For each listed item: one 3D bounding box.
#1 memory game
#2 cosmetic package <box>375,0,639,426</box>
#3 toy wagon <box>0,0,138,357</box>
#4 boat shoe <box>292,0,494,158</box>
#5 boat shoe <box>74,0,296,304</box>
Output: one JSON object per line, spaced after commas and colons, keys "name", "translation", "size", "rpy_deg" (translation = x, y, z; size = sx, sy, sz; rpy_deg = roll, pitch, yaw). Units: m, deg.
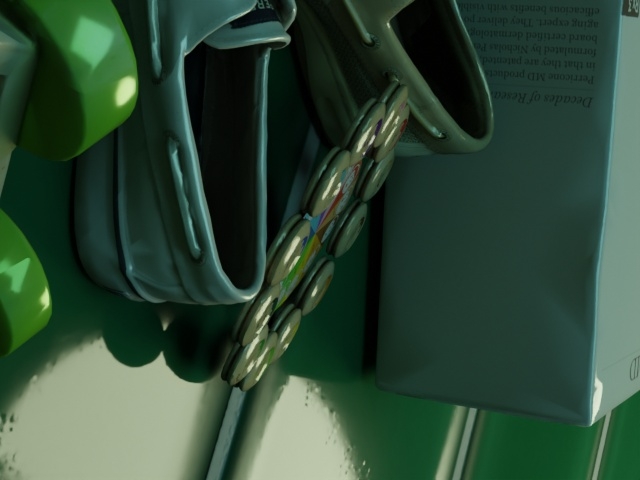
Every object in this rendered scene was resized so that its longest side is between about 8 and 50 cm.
{"name": "memory game", "translation": [0.000, 0.000, 0.767], "size": [0.186, 0.012, 0.186], "rpy_deg": [-58, 171, -16]}
{"name": "cosmetic package", "translation": [0.152, -0.090, 0.964], "size": [0.217, 0.156, 0.385], "rpy_deg": [-16, 109, -61]}
{"name": "toy wagon", "translation": [-0.180, 0.062, 0.354], "size": [0.267, 0.068, 0.344], "rpy_deg": [-40, 172, -33]}
{"name": "boat shoe", "translation": [0.024, -0.162, 0.776], "size": [0.109, 0.098, 0.302], "rpy_deg": [-61, 144, -35]}
{"name": "boat shoe", "translation": [-0.056, -0.101, 0.655], "size": [0.096, 0.088, 0.268], "rpy_deg": [-2, 98, -61]}
